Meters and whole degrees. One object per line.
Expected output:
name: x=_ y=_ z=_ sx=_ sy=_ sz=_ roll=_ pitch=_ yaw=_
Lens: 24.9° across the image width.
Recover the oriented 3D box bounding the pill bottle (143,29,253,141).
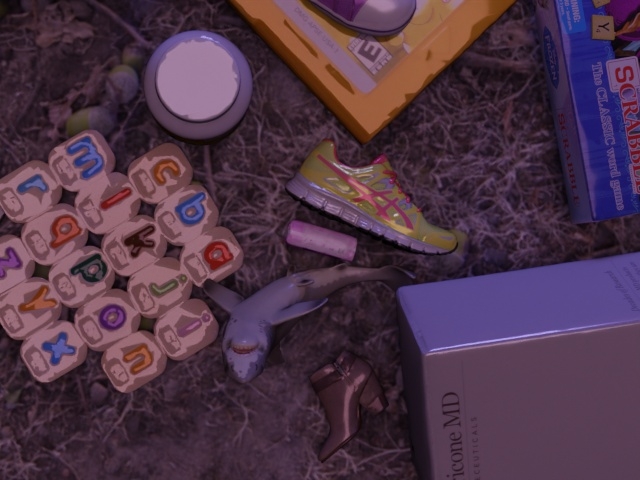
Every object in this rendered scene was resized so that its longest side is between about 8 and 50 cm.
pill bottle: x=-0.133 y=-0.165 z=1.576 sx=0.117 sy=0.208 sz=0.117 roll=0 pitch=91 yaw=-5

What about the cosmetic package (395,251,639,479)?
cosmetic package: x=0.325 y=0.150 z=1.609 sx=0.453 sy=0.161 sz=0.230 roll=-9 pitch=116 yaw=-4

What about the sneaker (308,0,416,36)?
sneaker: x=-0.003 y=-0.334 z=1.565 sx=0.282 sy=0.161 sz=0.102 roll=42 pitch=86 yaw=-4

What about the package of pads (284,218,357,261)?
package of pads: x=0.000 y=0.000 z=1.669 sx=0.083 sy=0.050 sz=0.032 roll=16 pitch=90 yaw=-4

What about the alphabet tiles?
alphabet tiles: x=-0.243 y=0.024 z=1.655 sx=0.278 sy=0.021 sz=0.284 roll=-32 pitch=94 yaw=-10

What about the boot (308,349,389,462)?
boot: x=0.018 y=0.188 z=1.683 sx=0.118 sy=0.042 sz=0.087 roll=-42 pitch=88 yaw=-4

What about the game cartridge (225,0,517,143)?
game cartridge: x=0.042 y=-0.321 z=1.668 sx=0.285 sy=0.053 sz=0.323 roll=-44 pitch=95 yaw=-3

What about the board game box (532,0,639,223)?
board game box: x=0.417 y=-0.202 z=1.671 sx=0.318 sy=0.066 sz=0.318 roll=-12 pitch=92 yaw=-14

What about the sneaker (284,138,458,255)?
sneaker: x=0.070 y=-0.049 z=1.660 sx=0.208 sy=0.081 sz=0.094 roll=26 pitch=87 yaw=-4

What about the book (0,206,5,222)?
book: x=-0.442 y=-0.030 z=1.644 sx=0.144 sy=0.035 sz=0.096 roll=30 pitch=83 yaw=-4

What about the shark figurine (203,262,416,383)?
shark figurine: x=-0.020 y=0.091 z=1.663 sx=0.278 sy=0.166 sz=0.116 roll=-24 pitch=127 yaw=-29
